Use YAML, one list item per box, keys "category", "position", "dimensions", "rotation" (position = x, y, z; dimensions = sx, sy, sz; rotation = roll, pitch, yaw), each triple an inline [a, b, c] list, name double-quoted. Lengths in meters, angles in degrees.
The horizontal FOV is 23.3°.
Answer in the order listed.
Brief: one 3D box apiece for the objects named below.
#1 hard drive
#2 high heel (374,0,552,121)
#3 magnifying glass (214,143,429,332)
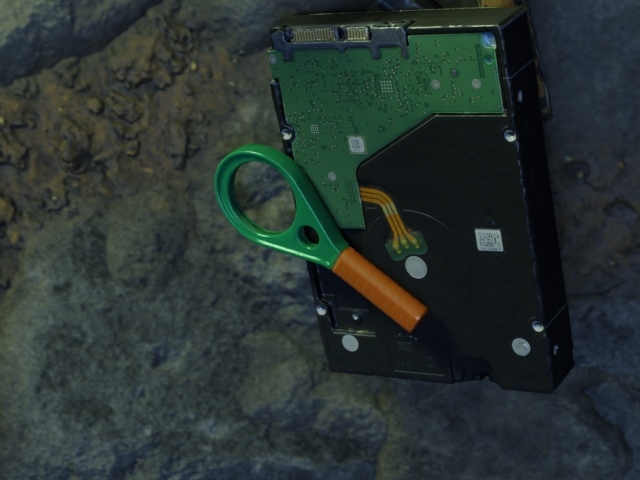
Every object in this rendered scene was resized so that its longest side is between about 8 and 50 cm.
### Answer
- category: "hard drive"
  position: [0.089, -0.035, 1.370]
  dimensions: [0.237, 0.064, 0.339]
  rotation: [2, 116, 32]
- category: "high heel"
  position: [0.192, -0.226, 1.306]
  dimensions: [0.186, 0.093, 0.261]
  rotation: [41, 124, -7]
- category: "magnifying glass"
  position: [0.000, 0.000, 1.392]
  dimensions: [0.231, 0.026, 0.092]
  rotation: [40, 129, 11]
